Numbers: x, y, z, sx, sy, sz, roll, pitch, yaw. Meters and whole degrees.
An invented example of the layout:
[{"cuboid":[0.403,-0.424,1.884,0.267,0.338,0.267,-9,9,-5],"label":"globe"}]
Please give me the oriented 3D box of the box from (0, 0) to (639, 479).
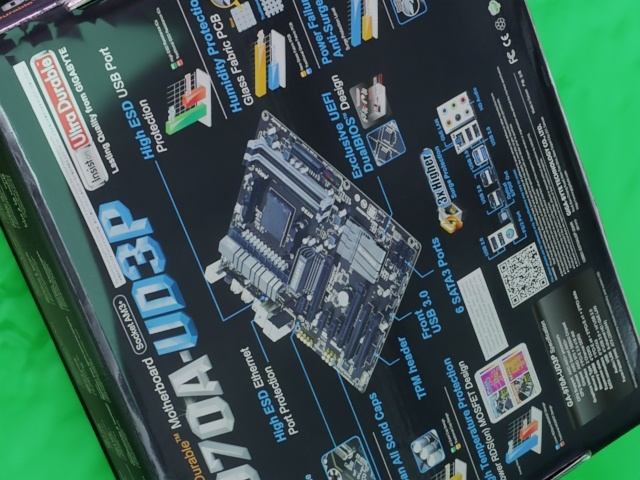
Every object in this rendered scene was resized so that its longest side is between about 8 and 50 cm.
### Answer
[{"cuboid":[0.000,0.000,0.565,0.175,0.051,0.220,-30,111,-22],"label":"box"}]
